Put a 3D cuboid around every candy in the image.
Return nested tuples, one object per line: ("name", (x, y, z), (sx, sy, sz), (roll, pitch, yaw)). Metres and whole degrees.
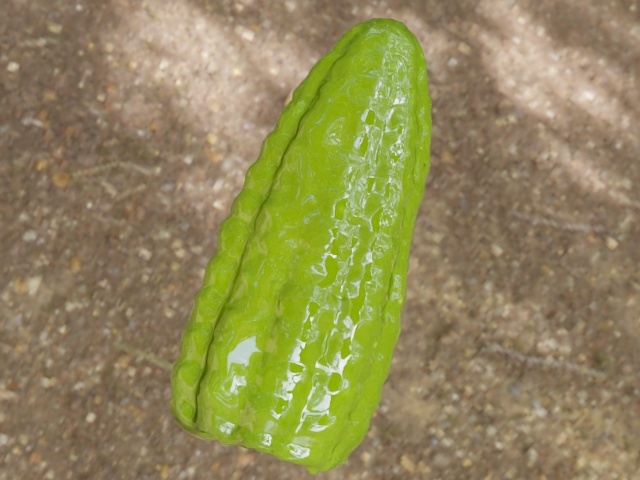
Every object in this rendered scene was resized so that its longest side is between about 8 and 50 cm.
("candy", (0.000, 0.000, 0.526), (0.097, 0.209, 0.097), (18, 0, 0))
